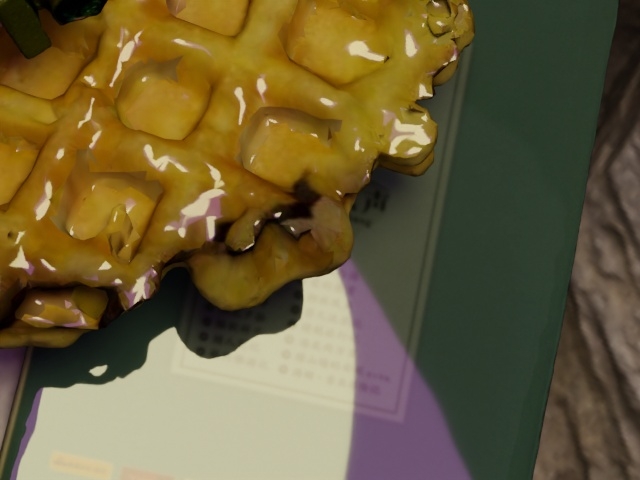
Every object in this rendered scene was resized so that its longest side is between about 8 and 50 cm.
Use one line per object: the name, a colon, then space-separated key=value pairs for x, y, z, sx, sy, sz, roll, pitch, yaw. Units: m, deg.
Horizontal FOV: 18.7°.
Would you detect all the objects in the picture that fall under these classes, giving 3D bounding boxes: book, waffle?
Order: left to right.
waffle: x=-0.124 y=-0.132 z=0.925 sx=0.379 sy=0.095 sz=0.382 roll=-18 pitch=74 yaw=-6
book: x=0.000 y=0.000 z=0.969 sx=0.264 sy=0.031 sz=0.379 roll=15 pitch=76 yaw=-7

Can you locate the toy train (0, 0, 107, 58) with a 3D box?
toy train: x=-0.186 y=-0.171 z=0.851 sx=0.137 sy=0.090 sz=0.225 roll=-33 pitch=74 yaw=-4
